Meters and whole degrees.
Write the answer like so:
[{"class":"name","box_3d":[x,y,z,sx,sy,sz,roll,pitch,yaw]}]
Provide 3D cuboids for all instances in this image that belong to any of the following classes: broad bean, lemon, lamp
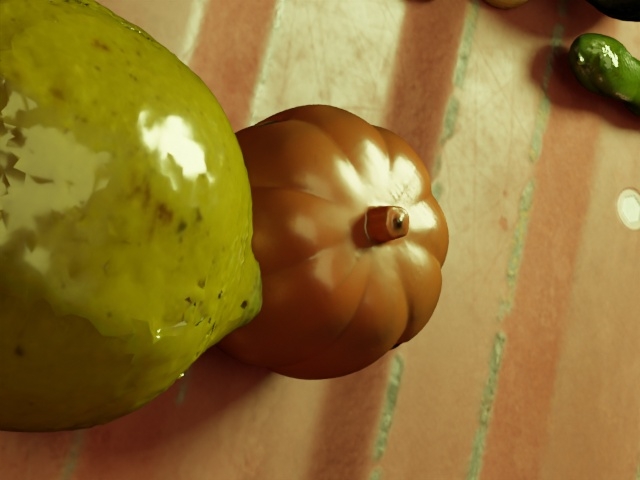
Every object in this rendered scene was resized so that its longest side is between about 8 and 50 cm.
[{"class":"broad bean","box_3d":[0.301,-0.125,1.562,0.256,0.053,0.052,15,33,-35]},{"class":"lemon","box_3d":[-0.173,-0.016,1.035,0.310,0.258,0.258,25,65,-24]},{"class":"lamp","box_3d":[0.000,0.000,1.226,0.187,0.164,0.188,11,73,-39]}]

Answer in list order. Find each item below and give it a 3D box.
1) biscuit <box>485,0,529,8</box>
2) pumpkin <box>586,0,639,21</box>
[{"class":"biscuit","box_3d":[0.096,-0.267,1.447,0.234,0.030,0.153,33,64,-28]},{"class":"pumpkin","box_3d":[0.259,-0.265,1.512,0.167,0.125,0.167,16,64,-37]}]
